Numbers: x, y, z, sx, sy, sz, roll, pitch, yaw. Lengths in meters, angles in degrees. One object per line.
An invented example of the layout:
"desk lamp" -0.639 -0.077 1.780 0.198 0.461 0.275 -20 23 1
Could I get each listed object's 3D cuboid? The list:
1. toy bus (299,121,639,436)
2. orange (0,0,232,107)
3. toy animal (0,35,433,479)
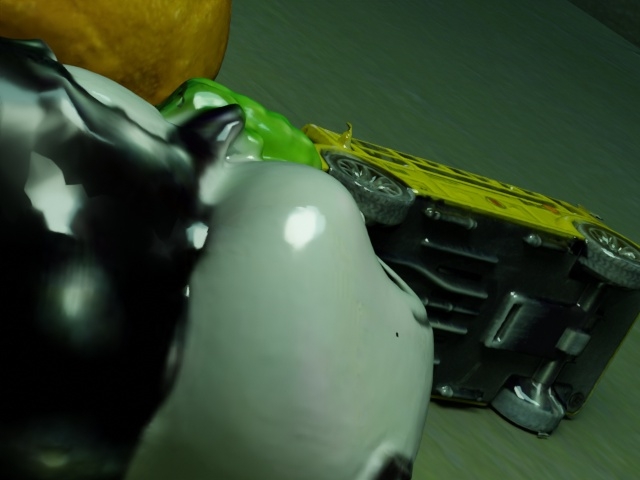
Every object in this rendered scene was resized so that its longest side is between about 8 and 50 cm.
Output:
"toy bus" 0.062 0.017 1.009 0.330 0.144 0.152 14 23 -39
"orange" -0.182 -0.158 0.962 0.261 0.261 0.261 24 19 -9
"toy animal" -0.074 0.027 0.695 0.267 0.212 0.212 16 22 -21
